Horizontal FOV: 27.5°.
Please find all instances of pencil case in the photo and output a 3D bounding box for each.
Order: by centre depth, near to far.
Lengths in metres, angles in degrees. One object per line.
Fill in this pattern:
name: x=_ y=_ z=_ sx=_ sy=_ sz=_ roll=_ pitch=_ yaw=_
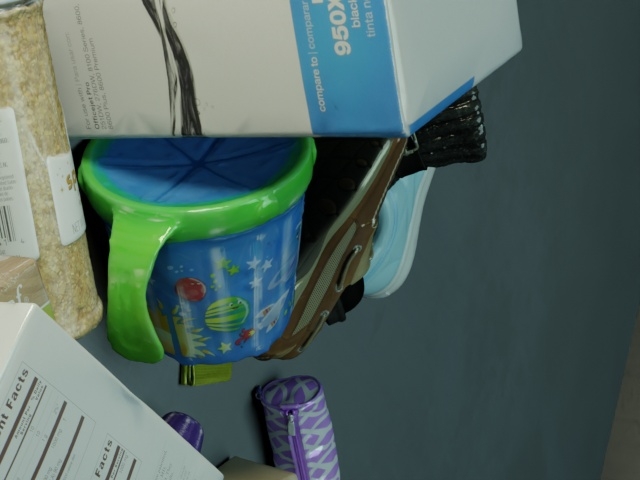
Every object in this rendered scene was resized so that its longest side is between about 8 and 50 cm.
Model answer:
pencil case: x=-0.021 y=0.273 z=1.681 sx=0.088 sy=0.086 sz=0.206 roll=-105 pitch=-177 yaw=-66

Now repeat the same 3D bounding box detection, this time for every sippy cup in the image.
sippy cup: x=-0.118 y=0.000 z=1.359 sx=0.305 sy=0.240 sz=0.224 roll=-22 pitch=128 yaw=-26

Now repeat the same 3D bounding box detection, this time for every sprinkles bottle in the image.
sprinkles bottle: x=-0.278 y=-0.083 z=1.142 sx=0.121 sy=0.121 sz=0.356 roll=-36 pitch=125 yaw=-54

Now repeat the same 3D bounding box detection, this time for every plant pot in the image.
plant pot: x=-0.097 y=0.331 z=1.547 sx=0.096 sy=0.109 sz=0.109 roll=-14 pitch=106 yaw=-47

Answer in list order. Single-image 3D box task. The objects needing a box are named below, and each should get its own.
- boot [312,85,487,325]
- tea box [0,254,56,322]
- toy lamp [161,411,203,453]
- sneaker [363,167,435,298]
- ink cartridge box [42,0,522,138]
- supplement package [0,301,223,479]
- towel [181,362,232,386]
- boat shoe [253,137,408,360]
boot: x=0.084 y=-0.076 z=1.629 sx=0.131 sy=0.260 sz=0.348 roll=-123 pitch=-158 yaw=-67
tea box: x=-0.346 y=0.217 z=0.957 sx=0.329 sy=0.219 sz=0.324 roll=-45 pitch=130 yaw=-49
toy lamp: x=-0.202 y=0.302 z=1.373 sx=0.275 sy=0.080 sz=0.080 roll=-63 pitch=144 yaw=-36
sneaker: x=0.075 y=-0.103 z=1.761 sx=0.150 sy=0.135 sz=0.366 roll=6 pitch=87 yaw=-64
ink cartridge box: x=-0.043 y=-0.216 z=1.269 sx=0.285 sy=0.394 sz=0.166 roll=-40 pitch=125 yaw=-53
supplement package: x=-0.194 y=0.154 z=0.854 sx=0.244 sy=0.139 sz=0.134 roll=53 pitch=48 yaw=-46
towel: x=-0.123 y=0.051 z=1.540 sx=0.102 sy=0.021 sz=0.237 roll=2 pitch=92 yaw=-60
boat shoe: x=0.000 y=0.000 z=1.520 sx=0.120 sy=0.122 sz=0.324 roll=26 pitch=102 yaw=-44
